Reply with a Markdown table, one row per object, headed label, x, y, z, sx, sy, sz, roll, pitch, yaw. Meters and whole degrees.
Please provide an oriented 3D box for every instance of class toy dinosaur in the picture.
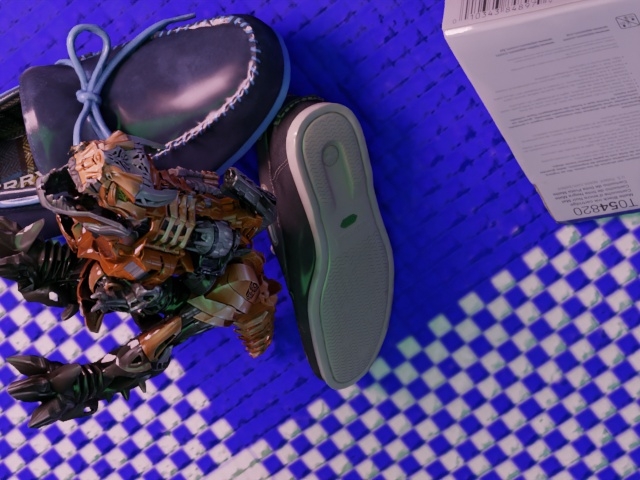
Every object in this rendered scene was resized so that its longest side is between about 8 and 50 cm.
| label | x | y | z | sx | sy | sz | roll | pitch | yaw |
| --- | --- | --- | --- | --- | --- | --- | --- | --- | --- |
| toy dinosaur | -0.114 | 0.032 | 1.397 | 0.218 | 0.164 | 0.322 | -25 | 130 | 14 |

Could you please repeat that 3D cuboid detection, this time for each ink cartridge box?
| label | x | y | z | sx | sy | sz | roll | pitch | yaw |
| --- | --- | --- | --- | --- | --- | --- | --- | --- | --- |
| ink cartridge box | 0.226 | -0.108 | 1.350 | 0.223 | 0.045 | 0.224 | -10 | 140 | 24 |

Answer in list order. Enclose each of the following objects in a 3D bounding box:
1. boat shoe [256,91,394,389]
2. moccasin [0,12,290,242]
| label | x | y | z | sx | sy | sz | roll | pitch | yaw |
| --- | --- | --- | --- | --- | --- | --- | --- | --- | --- |
| boat shoe | 0.000 | 0.000 | 1.486 | 0.079 | 0.084 | 0.233 | 18 | 125 | 48 |
| moccasin | -0.183 | -0.069 | 1.454 | 0.342 | 0.117 | 0.137 | -29 | 60 | 20 |
